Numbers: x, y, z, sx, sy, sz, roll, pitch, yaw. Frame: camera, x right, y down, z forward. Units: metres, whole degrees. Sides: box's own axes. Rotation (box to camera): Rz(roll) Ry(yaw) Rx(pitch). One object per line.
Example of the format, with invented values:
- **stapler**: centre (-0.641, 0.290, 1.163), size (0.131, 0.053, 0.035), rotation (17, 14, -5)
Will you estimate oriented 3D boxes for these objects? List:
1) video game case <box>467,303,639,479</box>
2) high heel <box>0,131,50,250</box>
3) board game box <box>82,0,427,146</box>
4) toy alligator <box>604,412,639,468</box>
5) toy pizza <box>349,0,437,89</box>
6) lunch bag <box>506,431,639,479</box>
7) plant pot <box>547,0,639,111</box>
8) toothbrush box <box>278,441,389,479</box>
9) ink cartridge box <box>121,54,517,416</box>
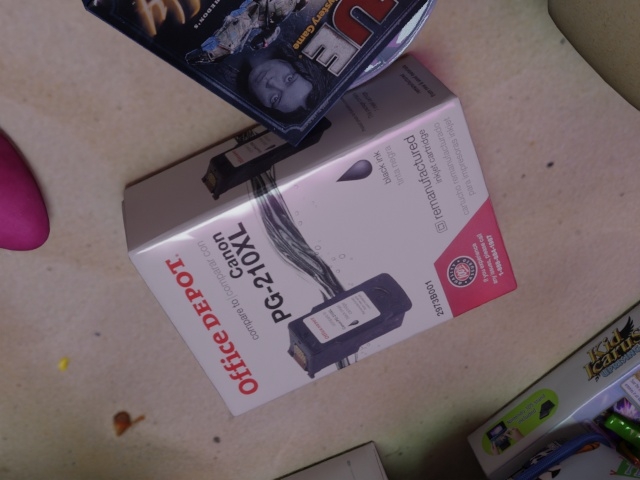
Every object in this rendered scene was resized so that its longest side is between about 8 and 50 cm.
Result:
- **video game case**: centre (0.325, 0.208, 0.819), size (0.244, 0.061, 0.269), rotation (-41, 122, 12)
- **high heel**: centre (-0.260, -0.055, 0.469), size (0.082, 0.117, 0.244), rotation (-33, 123, 6)
- **board game box**: centre (0.005, -0.186, 0.445), size (0.243, 0.042, 0.165), rotation (-47, 134, 16)
- **toy alligator**: centre (0.345, 0.209, 0.756), size (0.190, 0.051, 0.056), rotation (26, 111, -27)
- **toy pizza**: centre (-0.015, -0.187, 0.507), size (0.201, 0.032, 0.201), rotation (-6, 122, -10)
- **lunch bag**: centre (0.208, 0.331, 0.729), size (0.243, 0.115, 0.303), rotation (-28, 124, -18)
- **plant pot**: centre (0.245, -0.182, 0.468), size (0.191, 0.284, 0.284), rotation (16, 122, 18)
- **toothbrush box**: centre (0.009, 0.375, 0.797), size (0.217, 0.126, 0.295), rotation (-21, 122, -2)
- **ink cartridge box**: centre (0.000, 0.000, 0.582), size (0.237, 0.100, 0.172), rotation (-25, 123, 1)
